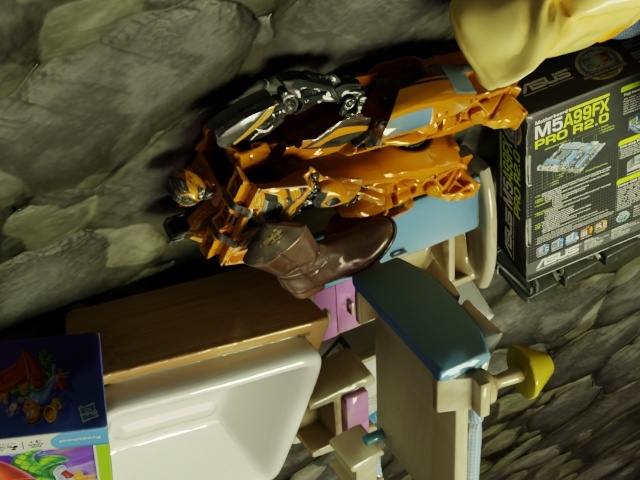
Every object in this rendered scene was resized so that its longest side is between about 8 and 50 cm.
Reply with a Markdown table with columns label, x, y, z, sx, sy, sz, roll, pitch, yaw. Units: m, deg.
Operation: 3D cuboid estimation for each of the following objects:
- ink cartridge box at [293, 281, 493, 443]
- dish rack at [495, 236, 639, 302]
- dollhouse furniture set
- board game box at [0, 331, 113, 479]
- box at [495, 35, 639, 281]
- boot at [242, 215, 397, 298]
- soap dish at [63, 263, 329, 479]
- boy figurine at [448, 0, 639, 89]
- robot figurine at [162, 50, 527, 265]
| label | x | y | z | sx | sy | sz | roll | pitch | yaw |
| --- | --- | --- | --- | --- | --- | --- | --- | --- | --- |
| ink cartridge box | 0.054 | 0.108 | 1.921 | 0.148 | 0.086 | 0.203 | -7 | 147 | -44 |
| dish rack | 0.279 | -0.044 | 1.910 | 0.208 | 0.074 | 0.271 | -28 | 156 | -10 |
| dollhouse furniture set | 0.122 | 0.114 | 1.636 | 0.198 | 0.303 | 0.286 | -20 | 131 | -21 |
| board game box | -0.330 | 0.167 | 1.421 | 0.347 | 0.078 | 0.233 | -6 | 154 | -7 |
| box | 0.289 | -0.098 | 1.718 | 0.270 | 0.060 | 0.216 | -22 | 139 | -13 |
| boot | 0.000 | 0.000 | 1.466 | 0.106 | 0.037 | 0.114 | -36 | 153 | 5 |
| soap dish | -0.130 | 0.141 | 1.686 | 0.229 | 0.118 | 0.291 | -14 | 154 | -19 |
| boy figurine | 0.218 | -0.179 | 1.485 | 0.285 | 0.092 | 0.177 | -14 | 176 | -44 |
| robot figurine | 0.014 | -0.064 | 1.504 | 0.291 | 0.085 | 0.211 | -18 | 154 | -30 |
